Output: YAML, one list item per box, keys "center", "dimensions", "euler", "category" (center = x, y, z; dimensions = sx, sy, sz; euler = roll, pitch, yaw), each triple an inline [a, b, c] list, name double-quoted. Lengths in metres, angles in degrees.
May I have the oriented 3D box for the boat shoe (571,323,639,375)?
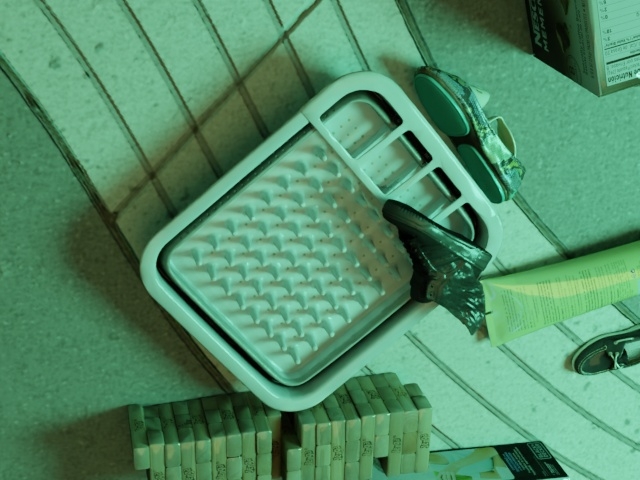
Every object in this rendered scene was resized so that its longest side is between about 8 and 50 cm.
- center: [0.373, 0.139, 1.401]
  dimensions: [0.125, 0.038, 0.046]
  euler: [-18, 116, -7]
  category: "boat shoe"

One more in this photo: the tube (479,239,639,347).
- center: [0.306, 0.052, 1.339]
  dimensions: [0.240, 0.062, 0.070]
  euler: [-18, 73, -2]
  category: "tube"

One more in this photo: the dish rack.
- center: [0.000, 0.000, 1.221]
  dimensions: [0.333, 0.072, 0.285]
  euler: [-40, 118, 4]
  category: "dish rack"

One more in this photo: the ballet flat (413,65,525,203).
- center: [0.165, -0.126, 1.223]
  dimensions: [0.070, 0.070, 0.188]
  euler: [-34, 119, 1]
  category: "ballet flat"

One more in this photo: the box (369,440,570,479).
- center: [0.150, 0.352, 1.407]
  dimensions: [0.290, 0.087, 0.169]
  euler: [-1, 113, -15]
  category: "box"

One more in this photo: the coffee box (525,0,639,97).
- center: [0.271, -0.311, 1.104]
  dimensions: [0.119, 0.168, 0.297]
  euler: [-18, 117, -7]
  category: "coffee box"

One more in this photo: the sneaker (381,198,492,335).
- center: [0.118, 0.029, 1.197]
  dimensions: [0.170, 0.051, 0.089]
  euler: [27, 100, -27]
  category: "sneaker"

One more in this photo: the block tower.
- center: [-0.047, 0.229, 1.297]
  dimensions: [0.336, 0.091, 0.097]
  euler: [-4, 113, -13]
  category: "block tower"
